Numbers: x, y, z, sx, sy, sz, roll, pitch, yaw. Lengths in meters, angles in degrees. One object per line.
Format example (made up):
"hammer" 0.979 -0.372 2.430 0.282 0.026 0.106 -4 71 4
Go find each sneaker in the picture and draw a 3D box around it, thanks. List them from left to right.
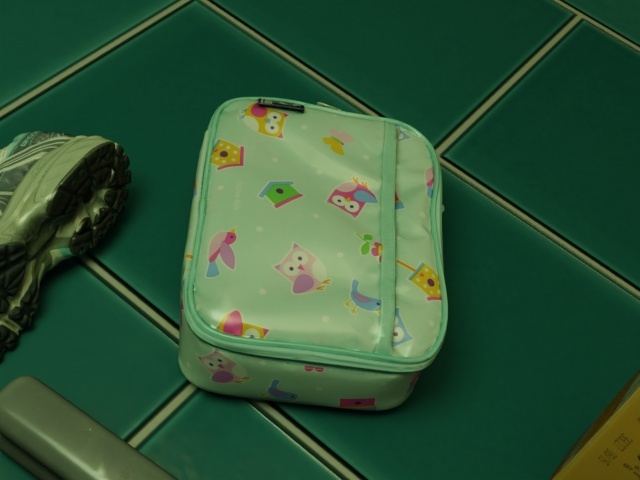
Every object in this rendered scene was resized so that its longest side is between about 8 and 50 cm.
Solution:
"sneaker" -0.282 0.010 0.730 0.122 0.110 0.283 19 48 25

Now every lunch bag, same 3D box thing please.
"lunch bag" 0.000 0.000 0.771 0.224 0.108 0.279 8 53 -5

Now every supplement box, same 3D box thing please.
"supplement box" 0.244 0.136 0.640 0.078 0.233 0.080 38 56 16

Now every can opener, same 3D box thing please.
"can opener" -0.127 0.207 0.614 0.283 0.076 0.095 31 53 13
